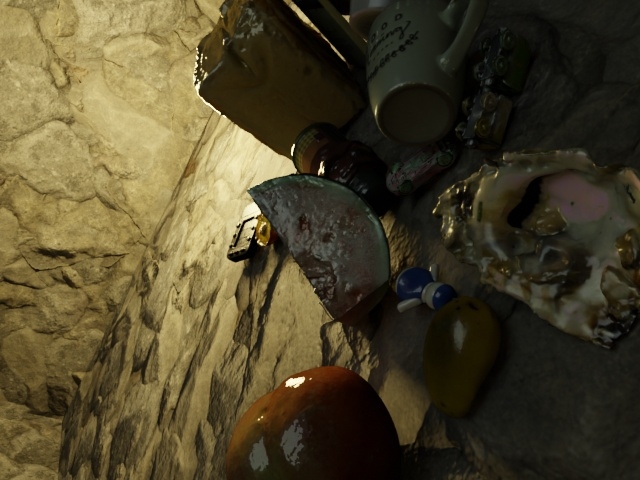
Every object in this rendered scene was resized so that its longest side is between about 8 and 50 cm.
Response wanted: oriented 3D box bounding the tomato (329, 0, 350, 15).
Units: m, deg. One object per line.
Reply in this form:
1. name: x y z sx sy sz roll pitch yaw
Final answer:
1. tomato: 0.064 -0.701 1.322 0.239 0.303 0.303 -20 38 2

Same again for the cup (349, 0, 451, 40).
1. cup: 0.189 -0.612 1.080 0.253 0.253 0.372 14 92 62

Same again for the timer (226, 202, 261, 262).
1. timer: -0.202 -0.027 1.525 0.144 0.055 0.187 -16 50 52

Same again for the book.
1. book: 0.021 -0.533 1.290 0.026 0.289 0.201 -50 30 3

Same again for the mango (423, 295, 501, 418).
1. mango: 0.185 0.154 0.699 0.103 0.076 0.161 7 83 54

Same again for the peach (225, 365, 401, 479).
1. peach: -0.006 0.304 0.743 0.252 0.252 0.252 -40 37 39

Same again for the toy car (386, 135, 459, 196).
1. toy car: 0.184 -0.131 0.944 0.142 0.055 0.069 -36 38 20

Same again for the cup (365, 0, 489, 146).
1. cup: 0.189 -0.309 0.902 0.258 0.186 0.234 -45 27 43

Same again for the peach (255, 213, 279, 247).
1. peach: -0.134 -0.026 1.396 0.098 0.061 0.098 4 94 61

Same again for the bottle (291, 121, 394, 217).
1. bottle: 0.044 -0.138 1.077 0.156 0.143 0.271 -43 44 2

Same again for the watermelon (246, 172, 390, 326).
1. watermelon: 0.000 0.000 0.958 0.305 0.180 0.224 52 134 22

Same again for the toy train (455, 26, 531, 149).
1. toy train: 0.281 -0.239 0.845 0.060 0.081 0.202 13 86 62

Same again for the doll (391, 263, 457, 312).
1. doll: 0.164 0.078 0.811 0.099 0.058 0.143 -48 27 -13

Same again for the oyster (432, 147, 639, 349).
1. oyster: 0.287 -0.018 0.652 0.354 0.107 0.201 36 120 50

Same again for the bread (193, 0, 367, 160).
1. bread: -0.109 -0.435 1.359 0.279 0.390 0.371 -42 33 22
